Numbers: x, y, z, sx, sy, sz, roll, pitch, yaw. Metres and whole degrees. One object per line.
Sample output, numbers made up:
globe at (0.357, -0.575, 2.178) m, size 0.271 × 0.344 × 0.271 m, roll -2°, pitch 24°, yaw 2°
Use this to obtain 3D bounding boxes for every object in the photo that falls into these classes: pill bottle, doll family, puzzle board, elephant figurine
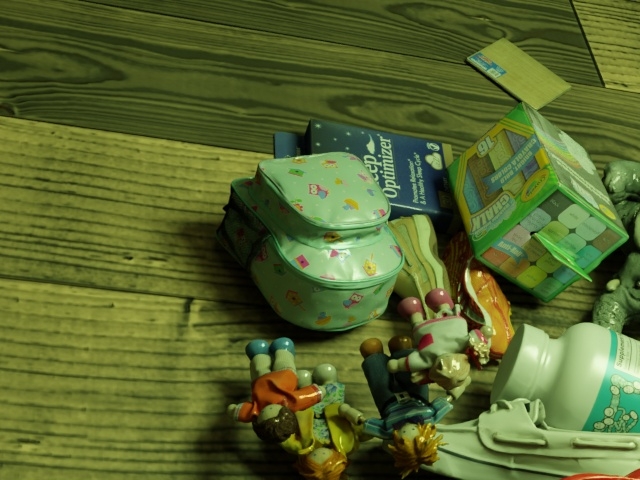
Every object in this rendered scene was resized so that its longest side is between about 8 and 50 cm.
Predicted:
pill bottle at (0.313, 0.176, 1.288) m, size 0.264 × 0.146 × 0.146 m, roll 22°, pitch 43°, yaw 2°
doll family at (0.048, 0.158, 1.195) m, size 0.263 × 0.118 × 0.163 m, roll -18°, pitch 29°, yaw 5°
puzzle board at (0.282, -0.236, 1.792) m, size 0.128 × 0.011 × 0.096 m, roll 40°, pitch 47°, yaw 20°
elephant figurine at (0.402, 0.026, 1.470) m, size 0.169 × 0.186 × 0.239 m, roll 17°, pitch 39°, yaw -19°

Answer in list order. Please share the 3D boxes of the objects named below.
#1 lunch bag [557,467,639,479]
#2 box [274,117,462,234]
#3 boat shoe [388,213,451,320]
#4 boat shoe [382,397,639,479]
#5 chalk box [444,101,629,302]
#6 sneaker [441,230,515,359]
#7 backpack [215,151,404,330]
lunch bag at (0.255, 0.317, 1.040) m, size 0.293 × 0.120 × 0.258 m, roll -30°, pitch 87°, yaw -17°
box at (0.057, -0.081, 1.530) m, size 0.225 × 0.036 × 0.136 m, roll 8°, pitch 44°, yaw -12°
boat shoe at (0.100, 0.044, 1.408) m, size 0.072 × 0.068 × 0.190 m, roll -3°, pitch 37°, yaw -7°
boat shoe at (0.192, 0.193, 1.201) m, size 0.267 × 0.088 × 0.096 m, roll 9°, pitch -3°, yaw 25°
chalk box at (0.250, -0.027, 1.439) m, size 0.132 × 0.132 × 0.213 m, roll 33°, pitch 29°, yaw -30°
sneaker at (0.178, 0.065, 1.423) m, size 0.067 × 0.064 × 0.175 m, roll 19°, pitch 44°, yaw -32°
backpack at (0.000, 0.000, 1.349) m, size 0.166 × 0.144 × 0.188 m, roll -7°, pitch 52°, yaw -34°
